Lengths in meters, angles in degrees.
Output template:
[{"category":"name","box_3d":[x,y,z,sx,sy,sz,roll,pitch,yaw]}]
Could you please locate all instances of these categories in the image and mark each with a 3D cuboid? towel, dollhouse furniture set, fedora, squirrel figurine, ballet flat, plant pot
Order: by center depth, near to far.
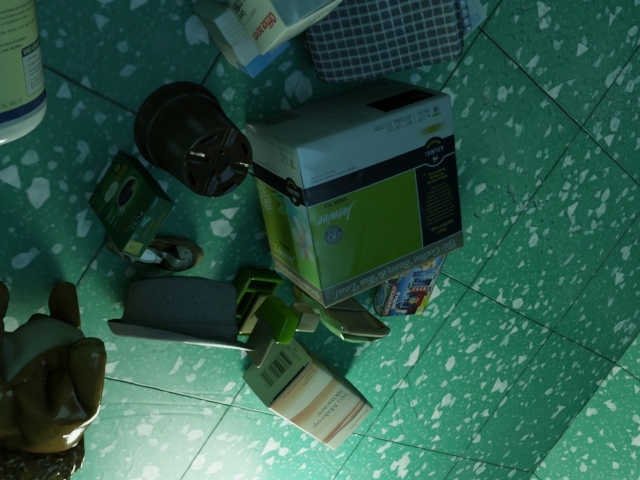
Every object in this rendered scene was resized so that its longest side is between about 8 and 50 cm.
[{"category":"squirrel figurine","box_3d":[-0.573,0.265,1.237,0.371,0.281,0.396,-1,116,-29]},{"category":"plant pot","box_3d":[-0.205,-0.162,1.288,0.167,0.165,0.166,-18,127,-26]},{"category":"towel","box_3d":[0.102,-0.400,1.300,0.284,0.121,0.235,-7,131,16]},{"category":"ballet flat","box_3d":[-0.295,0.028,1.415,0.206,0.067,0.073,12,110,-41]},{"category":"fedora","box_3d":[-0.250,0.128,1.430,0.276,0.244,0.124,7,85,-8]},{"category":"dollhouse furniture set","box_3d":[-0.036,0.183,1.614,0.302,0.197,0.151,11,115,-43]}]

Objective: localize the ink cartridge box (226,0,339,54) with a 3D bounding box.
[{"category":"ink cartridge box","box_3d":[-0.095,-0.422,1.095,0.114,0.197,0.272,-36,100,-11]}]

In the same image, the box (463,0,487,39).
[{"category":"box","box_3d":[0.208,-0.464,1.434,0.114,0.103,0.203,-47,135,-2]}]

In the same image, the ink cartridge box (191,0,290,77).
[{"category":"ink cartridge box","box_3d":[-0.134,-0.360,1.260,0.090,0.092,0.143,-42,134,-7]}]

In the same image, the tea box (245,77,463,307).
[{"category":"tea box","box_3d":[0.071,-0.101,1.460,0.329,0.220,0.323,-21,118,-23]}]

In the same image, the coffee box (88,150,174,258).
[{"category":"coffee box","box_3d":[-0.314,-0.061,1.260,0.040,0.184,0.113,26,101,-43]}]

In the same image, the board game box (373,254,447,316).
[{"category":"board game box","box_3d":[0.190,0.083,1.814,0.194,0.060,0.194,2,117,-36]}]

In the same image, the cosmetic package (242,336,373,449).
[{"category":"cosmetic package","box_3d":[-0.024,0.355,1.788,0.153,0.129,0.296,-48,135,-1]}]

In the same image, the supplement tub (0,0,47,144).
[{"category":"supplement tub","box_3d":[-0.478,-0.295,0.950,0.236,0.235,0.324,-14,126,-29]}]
